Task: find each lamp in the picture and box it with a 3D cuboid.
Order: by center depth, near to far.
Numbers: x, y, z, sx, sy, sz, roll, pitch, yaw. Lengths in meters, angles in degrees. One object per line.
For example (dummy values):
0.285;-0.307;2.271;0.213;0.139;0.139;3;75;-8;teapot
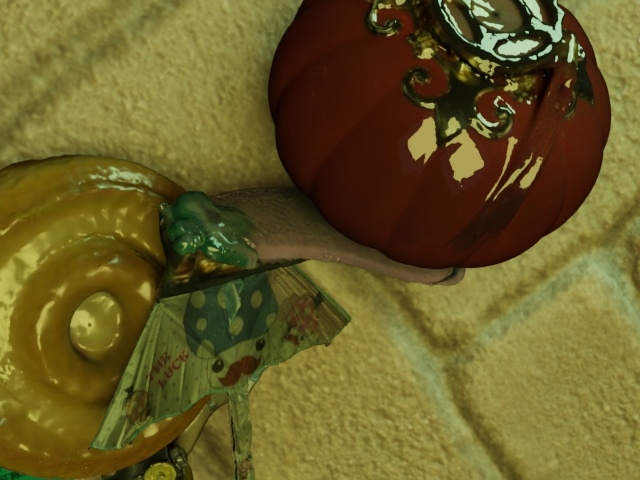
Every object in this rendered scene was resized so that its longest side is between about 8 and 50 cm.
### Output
0.105;-0.120;0.748;0.303;0.257;0.303;7;62;-13;lamp

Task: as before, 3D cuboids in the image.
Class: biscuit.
-0.206;0.070;0.753;0.296;0.102;0.296;-4;97;-34;biscuit

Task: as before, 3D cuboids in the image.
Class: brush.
-0.115;0.169;0.884;0.070;0.021;0.196;33;94;-22;brush

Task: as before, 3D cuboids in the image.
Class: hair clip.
-0.001;-0.002;0.793;0.359;0.110;0.095;-4;99;-39;hair clip

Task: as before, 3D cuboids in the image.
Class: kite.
-0.077;0.113;0.794;0.335;0.011;0.314;-18;106;-45;kite

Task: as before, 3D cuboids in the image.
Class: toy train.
-0.215;0.275;0.848;0.202;0.060;0.081;-30;118;-1;toy train

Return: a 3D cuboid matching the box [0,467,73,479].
-0.304;0.142;0.803;0.161;0.042;0.226;-27;110;-11;box
